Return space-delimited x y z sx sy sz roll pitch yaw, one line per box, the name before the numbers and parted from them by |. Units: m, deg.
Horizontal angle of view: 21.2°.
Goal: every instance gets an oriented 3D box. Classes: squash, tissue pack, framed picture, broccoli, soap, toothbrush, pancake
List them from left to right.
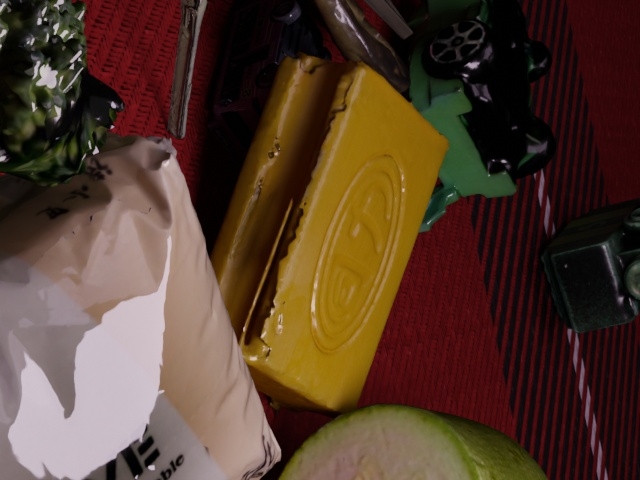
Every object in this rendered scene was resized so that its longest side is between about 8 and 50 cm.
broccoli | -0.288 -0.134 1.058 0.277 0.338 0.317 50 49 -39
tissue pack | -0.207 0.144 1.168 0.375 0.195 0.390 -48 136 -28
toothbrush | -0.119 -0.193 1.543 0.028 0.026 0.294 -39 156 -30
pancake | -0.002 -0.271 1.820 0.294 0.049 0.294 51 5 -7
soap | 0.000 0.001 1.671 0.204 0.096 0.324 36 69 -49
framed picture | 0.020 -0.331 1.918 0.192 0.018 0.265 56 9 13
squash | 0.111 0.280 1.723 0.309 0.234 0.210 33 49 -60

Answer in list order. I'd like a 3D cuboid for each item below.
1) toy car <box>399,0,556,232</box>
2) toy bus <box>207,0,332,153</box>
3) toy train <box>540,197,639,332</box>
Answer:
toy car | 0.177 -0.199 2.142 0.213 0.176 0.358 54 30 -40
toy bus | -0.053 -0.168 1.763 0.087 0.098 0.178 55 31 -38
toy train | 0.457 0.018 2.494 0.299 0.238 0.166 -35 108 -64
